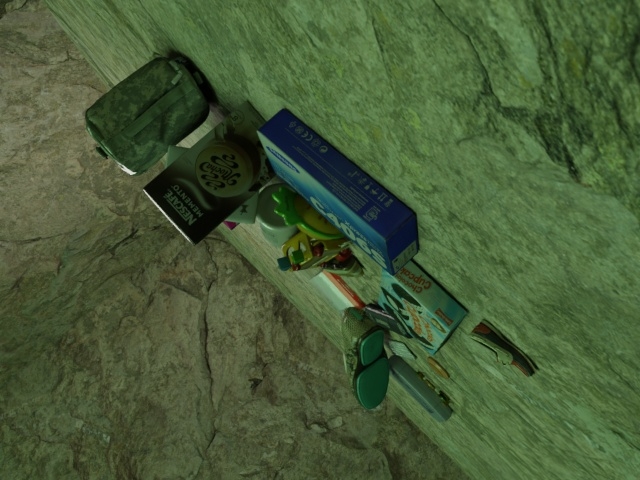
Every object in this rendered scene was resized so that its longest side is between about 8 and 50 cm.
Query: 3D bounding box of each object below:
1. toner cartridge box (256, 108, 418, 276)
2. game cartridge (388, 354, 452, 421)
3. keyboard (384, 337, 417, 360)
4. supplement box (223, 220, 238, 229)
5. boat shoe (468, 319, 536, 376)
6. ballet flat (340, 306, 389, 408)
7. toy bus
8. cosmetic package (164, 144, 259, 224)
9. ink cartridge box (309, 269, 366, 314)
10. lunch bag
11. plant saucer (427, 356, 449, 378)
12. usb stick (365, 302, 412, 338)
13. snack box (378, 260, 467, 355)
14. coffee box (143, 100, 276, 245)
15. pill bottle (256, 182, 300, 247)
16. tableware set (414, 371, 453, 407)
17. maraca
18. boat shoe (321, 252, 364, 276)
[{"bbox_3d":[0.033,-0.092,1.232,0.348,0.075,0.165,42,168,25],"label":"toner cartridge box"},{"bbox_3d":[0.352,0.537,2.360,0.294,0.060,0.196,45,173,11],"label":"game cartridge"},{"bbox_3d":[0.261,0.364,2.180,0.072,0.014,0.256,47,169,-3],"label":"keyboard"},{"bbox_3d":[-0.363,-0.152,2.478,0.114,0.111,0.220,43,168,23],"label":"supplement box"},{"bbox_3d":[0.341,0.209,1.215,0.137,0.043,0.049,43,167,15],"label":"boat shoe"},{"bbox_3d":[0.143,0.392,2.247,0.182,0.164,0.482,45,156,38],"label":"ballet flat"},{"bbox_3d":[-0.011,0.005,1.633,0.191,0.202,0.104,58,-167,-76],"label":"toy bus"},{"bbox_3d":[-0.296,-0.146,1.730,0.230,0.161,0.453,9,-177,-12],"label":"cosmetic package"},{"bbox_3d":[0.057,0.178,2.200,0.189,0.066,0.232,47,173,0],"label":"ink cartridge box"},{"bbox_3d":[-0.432,-0.317,1.641,0.212,0.305,0.256,51,174,-19],"label":"lunch bag"},{"bbox_3d":[0.343,0.374,1.896,0.083,0.013,0.083,45,170,10],"label":"plant saucer"},{"bbox_3d":[0.196,0.225,1.837,0.077,0.045,0.278,49,170,-12],"label":"usb stick"},{"bbox_3d":[0.216,0.148,1.436,0.187,0.060,0.322,44,169,16],"label":"snack box"},{"bbox_3d":[-0.225,-0.145,1.445,0.168,0.297,0.119,48,170,-7],"label":"coffee box"},{"bbox_3d":[-0.102,-0.057,1.737,0.131,0.131,0.229,45,169,11],"label":"pill bottle"},{"bbox_3d":[0.381,0.505,2.200,0.154,0.024,0.104,46,170,1],"label":"tableware set"},{"bbox_3d":[-0.017,-0.060,1.371,0.186,0.099,0.127,13,-138,-29],"label":"maraca"},{"bbox_3d":[0.059,0.074,1.788,0.072,0.068,0.190,39,173,-22],"label":"boat shoe"}]
